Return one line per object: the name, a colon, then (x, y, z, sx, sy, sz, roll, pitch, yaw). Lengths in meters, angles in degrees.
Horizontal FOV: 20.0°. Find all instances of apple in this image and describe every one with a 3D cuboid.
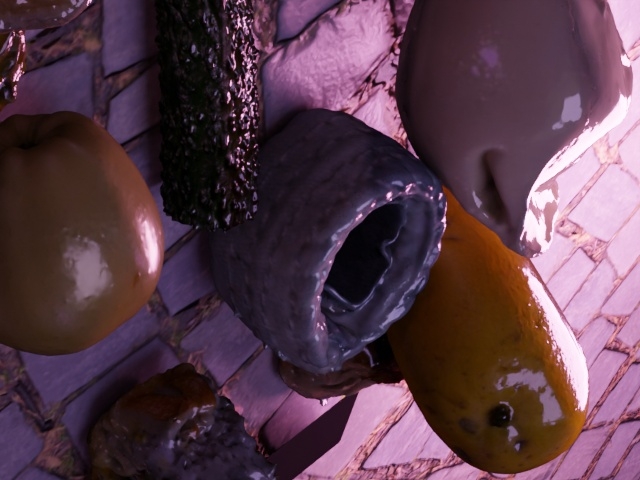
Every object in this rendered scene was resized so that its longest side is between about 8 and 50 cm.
apple: (-0.219, -0.006, 1.477, 0.200, 0.200, 0.200, -36, 147, -28)

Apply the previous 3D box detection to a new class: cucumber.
cucumber: (-0.100, -0.165, 1.574, 0.096, 0.096, 0.359, -33, 143, -31)

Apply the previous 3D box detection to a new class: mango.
mango: (0.169, 0.074, 1.960, 0.182, 0.364, 0.253, -22, 157, 15)

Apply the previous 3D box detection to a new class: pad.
pad: (-0.053, 0.276, 2.157, 0.245, 0.006, 0.170, -37, 161, -26)

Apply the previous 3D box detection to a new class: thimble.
thimble: (0.000, 0.000, 1.815, 0.205, 0.172, 0.250, 5, 115, -52)

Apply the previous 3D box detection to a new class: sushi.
sushi: (-0.143, 0.263, 1.869, 0.139, 0.184, 0.274, -32, 146, -31)

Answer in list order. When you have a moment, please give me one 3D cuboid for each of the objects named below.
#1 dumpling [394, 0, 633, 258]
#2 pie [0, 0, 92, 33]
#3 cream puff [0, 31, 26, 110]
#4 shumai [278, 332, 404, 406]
dumpling: (0.198, -0.195, 1.852, 0.315, 0.233, 0.395, -60, 143, -72)
pie: (-0.235, -0.226, 1.243, 0.195, 0.195, 0.046, -51, -166, -4)
cream puff: (-0.270, -0.131, 1.333, 0.146, 0.116, 0.146, -37, 145, -32)
shumai: (0.055, 0.112, 2.060, 0.201, 0.120, 0.201, -34, 142, -31)
